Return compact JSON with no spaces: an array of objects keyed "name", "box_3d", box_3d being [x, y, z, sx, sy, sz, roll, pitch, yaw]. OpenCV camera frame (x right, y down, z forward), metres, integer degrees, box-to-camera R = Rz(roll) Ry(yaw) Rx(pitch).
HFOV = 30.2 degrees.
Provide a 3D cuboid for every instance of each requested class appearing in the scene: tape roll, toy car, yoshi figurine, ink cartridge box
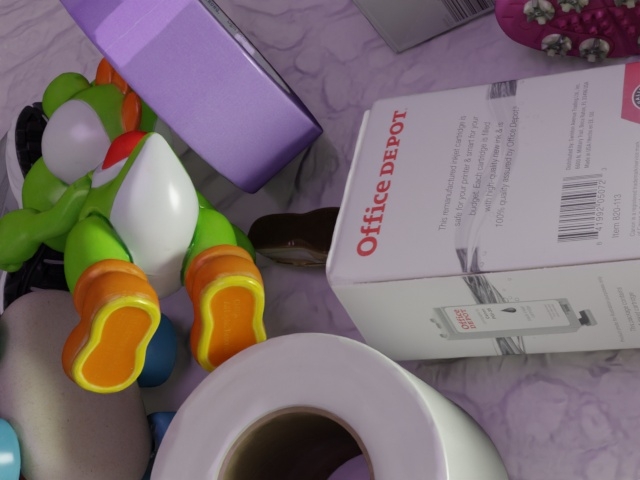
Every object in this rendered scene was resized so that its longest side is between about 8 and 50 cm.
[{"name":"tape roll","box_3d":[-0.120,-0.172,1.074,0.090,0.275,0.274,-41,58,6]},{"name":"toy car","box_3d":[-0.266,0.184,1.085,0.238,0.219,0.210,-45,54,39]},{"name":"yoshi figurine","box_3d":[-0.178,-0.005,1.049,0.203,0.203,0.362,-37,43,7]},{"name":"tape roll","box_3d":[0.012,0.210,0.923,0.246,0.169,0.246,-9,67,22]},{"name":"ink cartridge box","box_3d":[0.169,-0.024,0.938,0.283,0.117,0.207,-6,48,25]}]

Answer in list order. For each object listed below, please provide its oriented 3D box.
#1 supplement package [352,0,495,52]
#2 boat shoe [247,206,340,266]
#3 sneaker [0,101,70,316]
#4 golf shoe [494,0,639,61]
[{"name":"supplement package","box_3d":[0.082,-0.363,1.109,0.178,0.175,0.292,-22,62,19]},{"name":"boat shoe","box_3d":[0.000,0.000,1.084,0.135,0.045,0.050,4,65,31]},{"name":"sneaker","box_3d":[-0.289,0.001,1.208,0.108,0.100,0.271,-24,63,49]},{"name":"golf shoe","box_3d":[0.299,-0.242,1.008,0.306,0.115,0.140,-9,56,16]}]
